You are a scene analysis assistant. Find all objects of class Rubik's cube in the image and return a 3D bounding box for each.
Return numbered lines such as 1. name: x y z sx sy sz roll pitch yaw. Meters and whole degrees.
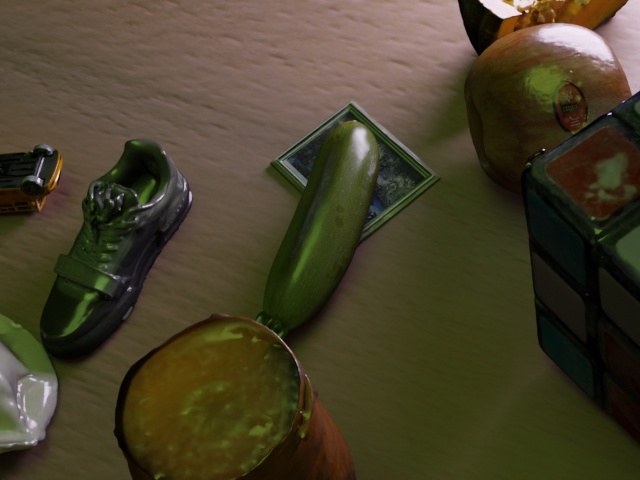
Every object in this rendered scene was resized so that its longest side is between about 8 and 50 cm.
1. Rubik's cube: 0.447 0.035 1.544 0.362 0.363 0.359 -38 58 -10

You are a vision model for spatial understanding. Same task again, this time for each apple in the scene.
1. apple: 0.272 -0.152 1.803 0.188 0.211 0.211 -16 55 1

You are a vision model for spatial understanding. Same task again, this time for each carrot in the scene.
1. carrot: -0.082 0.234 1.551 0.224 0.340 0.224 -6 57 10

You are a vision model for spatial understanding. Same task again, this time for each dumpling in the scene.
1. dumpling: -0.406 0.176 1.825 0.179 0.131 0.252 8 35 -4

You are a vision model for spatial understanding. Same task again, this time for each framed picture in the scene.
1. framed picture: 0.042 -0.091 1.939 0.142 0.011 0.183 -38 56 -11

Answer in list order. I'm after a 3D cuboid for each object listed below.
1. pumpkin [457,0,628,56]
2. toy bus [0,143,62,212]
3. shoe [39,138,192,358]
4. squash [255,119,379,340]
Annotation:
1. pumpkin: 0.287 -0.295 1.957 0.248 0.126 0.131 -17 44 -20
2. toy bus: -0.415 -0.075 2.007 0.162 0.074 0.069 -3 49 15
3. shoe: -0.269 -0.004 1.877 0.109 0.149 0.293 20 63 24
4. squash: 0.000 0.000 1.839 0.095 0.094 0.341 13 66 22
